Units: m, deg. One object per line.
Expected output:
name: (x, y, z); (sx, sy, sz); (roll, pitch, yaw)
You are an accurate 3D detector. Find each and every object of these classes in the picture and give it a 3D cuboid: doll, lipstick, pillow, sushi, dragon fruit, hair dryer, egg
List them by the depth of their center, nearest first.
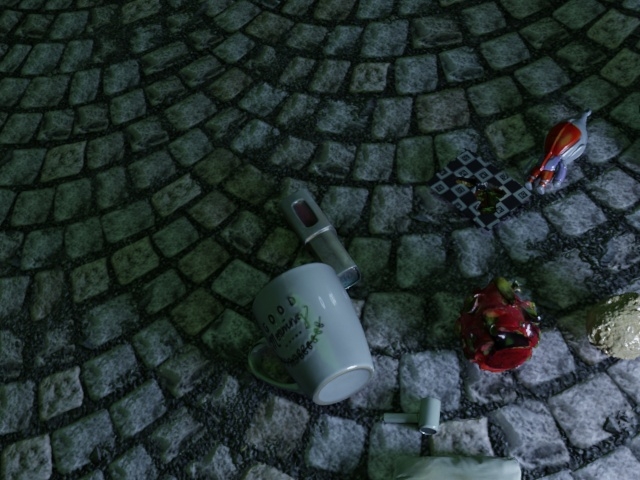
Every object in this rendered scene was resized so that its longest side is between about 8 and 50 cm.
pillow: (0.234, 0.435, 1.510); (0.229, 0.051, 0.128); (-3, 46, 13)
egg: (0.557, 0.156, 1.580); (0.140, 0.118, 0.116); (-3, 36, 4)
hair dryer: (0.164, 0.329, 1.624); (0.124, 0.038, 0.063); (-4, 52, 22)
dragon fruit: (0.338, 0.151, 1.628); (0.166, 0.160, 0.172); (-29, 48, 25)
doll: (0.524, -0.201, 1.880); (0.102, 0.075, 0.227); (25, 74, 41)
lipstick: (0.000, 0.000, 1.884); (0.079, 0.077, 0.253); (-29, 53, -6)
sushi: (0.343, -0.107, 1.893); (0.139, 0.031, 0.201); (-39, 57, -14)

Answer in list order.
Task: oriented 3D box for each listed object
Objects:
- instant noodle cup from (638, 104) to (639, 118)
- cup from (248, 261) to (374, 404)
instant noodle cup: (0.765, -0.213, 1.752); (0.240, 0.178, 0.240); (-8, 53, 11)
cup: (-0.030, 0.212, 1.697); (0.258, 0.186, 0.234); (-42, 57, 22)
